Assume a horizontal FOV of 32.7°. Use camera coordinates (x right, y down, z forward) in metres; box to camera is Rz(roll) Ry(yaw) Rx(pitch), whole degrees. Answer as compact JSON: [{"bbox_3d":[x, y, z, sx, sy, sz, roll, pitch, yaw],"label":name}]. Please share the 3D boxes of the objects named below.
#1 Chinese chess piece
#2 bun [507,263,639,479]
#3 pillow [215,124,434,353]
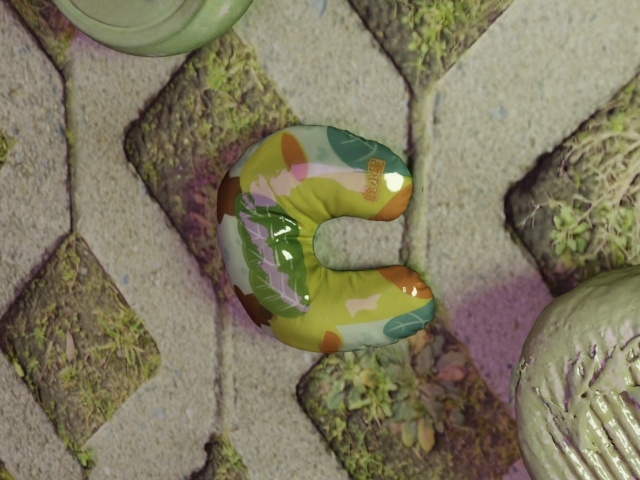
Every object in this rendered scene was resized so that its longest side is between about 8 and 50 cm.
[{"bbox_3d":[-0.169,-0.306,1.071,0.250,0.101,0.250,8,108,26],"label":"Chinese chess piece"},{"bbox_3d":[0.295,0.140,0.900,0.273,0.168,0.273,9,107,30],"label":"bun"},{"bbox_3d":[0.000,0.000,1.084,0.214,0.086,0.233,-6,99,19],"label":"pillow"}]
